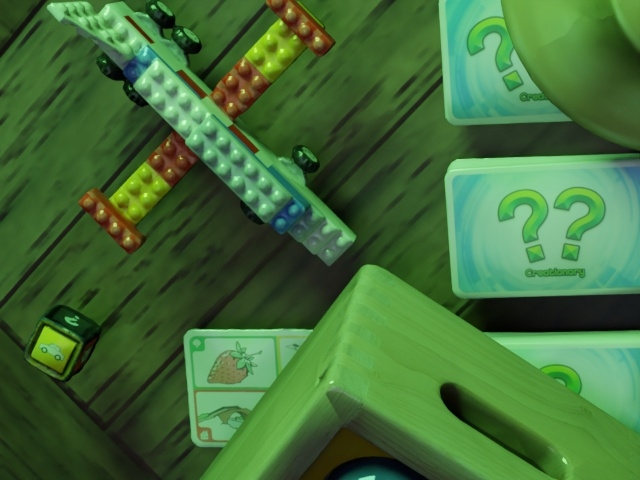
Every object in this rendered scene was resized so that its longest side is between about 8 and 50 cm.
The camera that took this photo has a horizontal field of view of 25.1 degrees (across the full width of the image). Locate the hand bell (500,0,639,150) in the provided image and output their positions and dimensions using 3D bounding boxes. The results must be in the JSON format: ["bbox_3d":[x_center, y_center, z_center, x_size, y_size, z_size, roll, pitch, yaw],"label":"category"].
[{"bbox_3d":[0.113,-0.069,0.369,0.126,0.242,0.126,1,101,5],"label":"hand bell"}]

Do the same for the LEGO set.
[{"bbox_3d":[0.000,0.000,0.523,0.244,0.060,0.182,-1,102,12],"label":"LEGO set"}]

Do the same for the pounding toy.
[{"bbox_3d":[0.072,0.092,0.487,0.181,0.094,0.206,33,118,-6],"label":"pounding toy"}]
